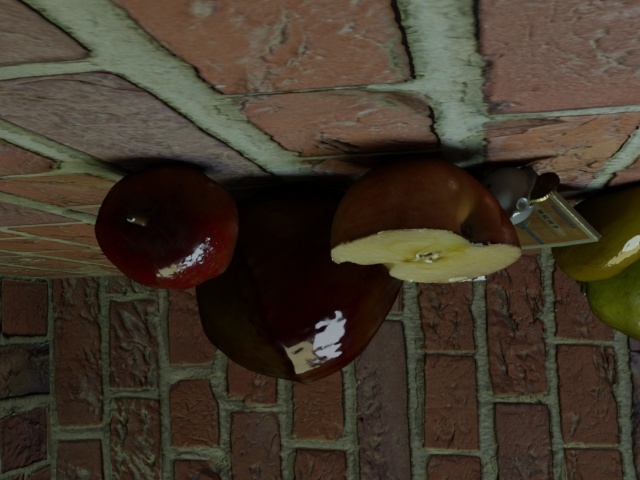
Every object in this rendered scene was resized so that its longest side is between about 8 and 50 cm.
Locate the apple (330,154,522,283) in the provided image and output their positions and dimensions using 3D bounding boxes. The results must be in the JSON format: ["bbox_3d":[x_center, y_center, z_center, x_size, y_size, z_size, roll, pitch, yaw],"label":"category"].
[{"bbox_3d":[0.160,-0.045,1.425,0.251,0.163,0.293,-19,156,41],"label":"apple"}]

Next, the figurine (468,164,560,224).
[{"bbox_3d":[0.292,-0.057,1.559,0.271,0.143,0.143,-5,174,39],"label":"figurine"}]

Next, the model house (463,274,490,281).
[{"bbox_3d":[0.246,-0.010,1.778,0.166,0.183,0.172,-2,174,7],"label":"model house"}]

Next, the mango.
[{"bbox_3d":[0.593,-0.011,1.885,0.142,0.195,0.331,26,166,-10],"label":"mango"}]

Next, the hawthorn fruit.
[{"bbox_3d":[-0.239,-0.025,1.411,0.215,0.215,0.250,-4,167,14],"label":"hawthorn fruit"}]

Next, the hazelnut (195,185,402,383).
[{"bbox_3d":[-0.036,0.065,1.684,0.421,0.353,0.421,-39,178,-2],"label":"hazelnut"}]

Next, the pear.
[{"bbox_3d":[0.808,0.069,2.117,0.413,0.352,0.352,-6,174,2],"label":"pear"}]

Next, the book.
[{"bbox_3d":[0.432,-0.043,1.872,0.170,0.018,0.242,40,157,-19],"label":"book"}]
